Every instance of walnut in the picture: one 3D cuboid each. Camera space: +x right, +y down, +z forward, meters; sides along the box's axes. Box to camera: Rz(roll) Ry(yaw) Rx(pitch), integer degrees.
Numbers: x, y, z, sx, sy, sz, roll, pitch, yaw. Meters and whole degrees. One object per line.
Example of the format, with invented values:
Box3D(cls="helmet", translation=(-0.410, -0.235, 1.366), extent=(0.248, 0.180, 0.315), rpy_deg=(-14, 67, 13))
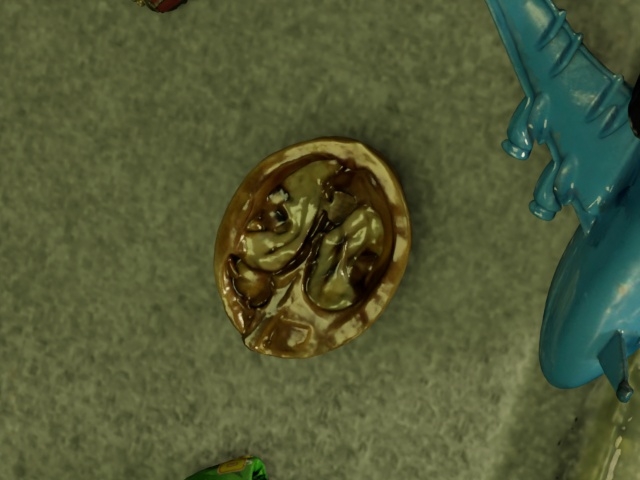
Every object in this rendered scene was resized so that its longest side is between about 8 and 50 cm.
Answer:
Box3D(cls="walnut", translation=(0.000, 0.000, 0.808), extent=(0.091, 0.052, 0.121), rpy_deg=(33, 110, 5))

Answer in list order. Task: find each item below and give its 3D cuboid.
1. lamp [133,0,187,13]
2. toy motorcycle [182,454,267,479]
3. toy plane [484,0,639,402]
Box3D(cls="lamp", translation=(-0.090, -0.153, 0.812), extent=(0.063, 0.031, 0.083), rpy_deg=(-38, 94, 21))
Box3D(cls="toy motorcycle", translation=(-0.020, 0.174, 0.848), extent=(0.190, 0.074, 0.106), rpy_deg=(21, 98, 10))
Box3D(cls="toy plane", translation=(0.168, -0.035, 0.723), extent=(0.254, 0.105, 0.271), rpy_deg=(19, 113, -14))
